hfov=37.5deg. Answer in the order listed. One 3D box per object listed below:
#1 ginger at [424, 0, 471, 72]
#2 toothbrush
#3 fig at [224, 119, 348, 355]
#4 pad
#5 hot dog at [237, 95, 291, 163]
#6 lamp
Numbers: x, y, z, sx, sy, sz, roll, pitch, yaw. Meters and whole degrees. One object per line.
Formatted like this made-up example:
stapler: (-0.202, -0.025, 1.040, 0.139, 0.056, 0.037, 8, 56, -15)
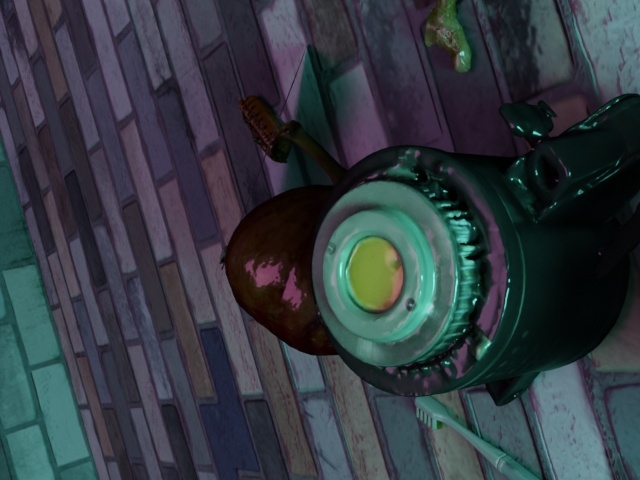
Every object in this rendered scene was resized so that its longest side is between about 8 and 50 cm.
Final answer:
ginger: (0.122, -0.212, 0.947, 0.048, 0.030, 0.097, -19, 85, 57)
toothbrush: (0.213, 0.257, 1.011, 0.342, 0.025, 0.030, 32, 133, 48)
fig: (0.008, 0.003, 1.098, 0.204, 0.186, 0.249, 44, 119, 27)
pad: (-0.072, -0.105, 1.175, 0.159, 0.009, 0.265, -77, 10, -61)
hot dog: (-0.078, -0.153, 1.285, 0.122, 0.037, 0.049, 52, 139, 30)
lamp: (0.119, 0.030, 0.825, 0.205, 0.272, 0.374, 60, 146, 25)
